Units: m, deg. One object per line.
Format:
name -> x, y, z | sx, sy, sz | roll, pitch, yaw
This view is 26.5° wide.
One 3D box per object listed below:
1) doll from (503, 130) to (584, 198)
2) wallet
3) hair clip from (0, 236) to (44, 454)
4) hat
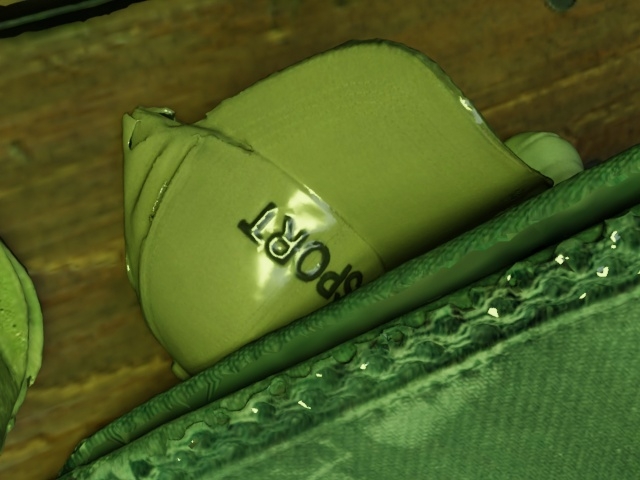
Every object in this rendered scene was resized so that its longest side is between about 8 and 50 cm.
doll -> 0.117, 0.091, 0.627 | 0.155, 0.113, 0.275 | -21, 106, -32
wallet -> 0.088, 0.097, 0.518 | 0.237, 0.342, 0.075 | 48, 29, -25
hair clip -> -0.170, -0.070, 0.426 | 0.091, 0.138, 0.321 | -12, 105, -1
hat -> 0.000, 0.000, 0.521 | 0.147, 0.175, 0.085 | 37, 49, -27
